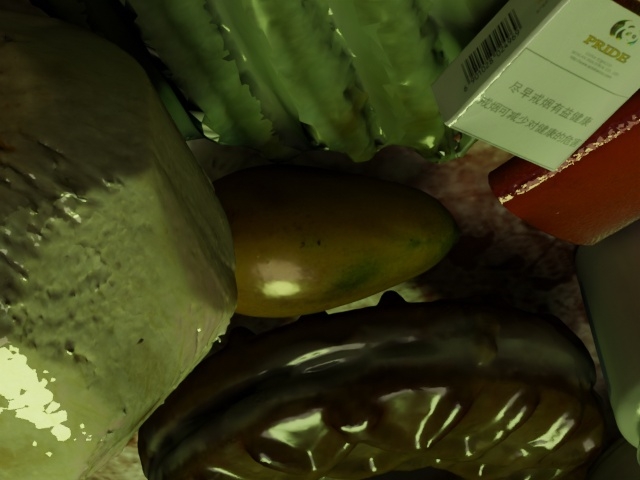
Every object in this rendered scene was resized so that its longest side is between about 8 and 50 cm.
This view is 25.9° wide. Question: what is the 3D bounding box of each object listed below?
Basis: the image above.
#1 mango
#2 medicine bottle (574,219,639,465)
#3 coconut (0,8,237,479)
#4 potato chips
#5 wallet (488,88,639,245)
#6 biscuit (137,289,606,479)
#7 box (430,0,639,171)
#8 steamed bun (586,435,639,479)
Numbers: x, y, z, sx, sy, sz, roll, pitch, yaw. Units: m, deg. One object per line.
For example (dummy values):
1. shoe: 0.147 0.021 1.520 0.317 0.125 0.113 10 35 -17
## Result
1. mango: -0.004 -0.001 0.835 0.163 0.111 0.089 -6 108 -31
2. medicine bottle: 0.229 0.071 0.882 0.103 0.186 0.102 -4 139 -4
3. coconut: -0.153 0.011 0.683 0.241 0.241 0.241 -4 138 -3
4. potato chips: 0.021 -0.185 0.665 0.358 0.070 0.429 -18 140 6
5. wallet: 0.211 -0.069 0.808 0.204 0.045 0.142 -33 154 26
6. biscuit: 0.036 0.142 0.963 0.332 0.103 0.332 -8 150 -5
7. box: 0.137 -0.107 0.708 0.084 0.040 0.154 21 127 -32
8. steamed bun: 0.292 0.264 1.058 0.309 0.309 0.309 -4 138 -3
